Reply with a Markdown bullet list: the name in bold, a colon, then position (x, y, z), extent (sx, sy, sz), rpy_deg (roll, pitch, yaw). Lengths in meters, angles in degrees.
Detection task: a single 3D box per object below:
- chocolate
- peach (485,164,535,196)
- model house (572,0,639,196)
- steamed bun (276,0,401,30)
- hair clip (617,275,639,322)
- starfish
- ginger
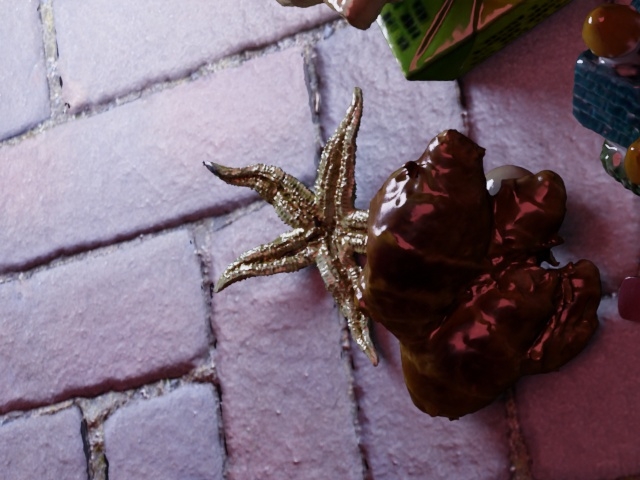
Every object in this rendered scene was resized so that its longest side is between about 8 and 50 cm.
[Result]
- **chocolate**: position (0.187, -0.387, 1.717), extent (0.289, 0.137, 0.301), rpy_deg (-33, 69, 23)
- **peach**: position (0.237, -0.054, 1.670), extent (0.083, 0.083, 0.083), rpy_deg (-5, 80, 30)
- **model house**: position (0.392, -0.178, 1.477), extent (0.190, 0.301, 0.271), rpy_deg (39, 103, 36)
- **steamed bun**: position (0.056, -0.396, 1.640), extent (0.292, 0.137, 0.295), rpy_deg (-9, 85, 28)
- **hair clip**: position (0.412, 0.075, 1.578), extent (0.137, 0.022, 0.054), rpy_deg (10, 91, 31)
- **starfish**: position (0.002, 0.002, 1.801), extent (0.347, 0.078, 0.358), rpy_deg (-18, 85, 24)
- **ginger**: position (0.178, 0.039, 1.595), extent (0.274, 0.152, 0.357), rpy_deg (-18, 107, 23)
